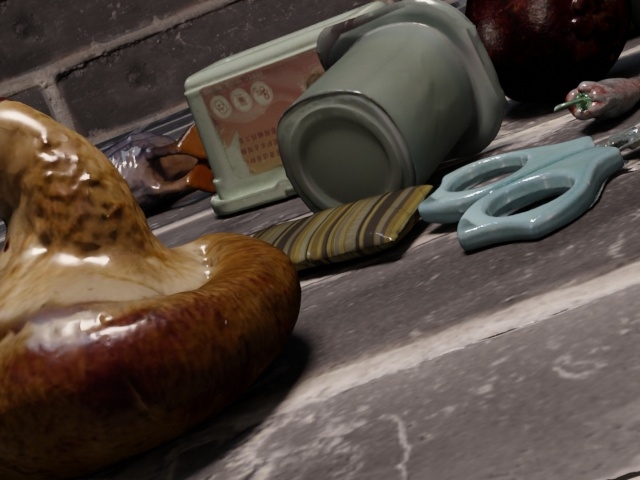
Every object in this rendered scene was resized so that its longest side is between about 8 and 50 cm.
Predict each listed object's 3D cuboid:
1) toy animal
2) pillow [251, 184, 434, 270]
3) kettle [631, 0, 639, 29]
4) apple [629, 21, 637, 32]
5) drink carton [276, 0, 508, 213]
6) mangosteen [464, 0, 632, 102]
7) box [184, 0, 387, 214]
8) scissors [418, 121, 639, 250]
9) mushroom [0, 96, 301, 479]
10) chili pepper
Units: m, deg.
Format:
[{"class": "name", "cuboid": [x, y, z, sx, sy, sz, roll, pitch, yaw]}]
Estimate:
[{"class": "toy animal", "cuboid": [-0.244, -0.104, 1.601, 0.298, 0.122, 0.185, -25, 17, -37]}, {"class": "pillow", "cuboid": [0.000, 0.000, 0.993, 0.203, 0.038, 0.113, -14, 19, 33]}, {"class": "kettle", "cuboid": [0.517, -0.337, 1.214, 0.290, 0.207, 0.268, -21, 42, -24]}, {"class": "apple", "cuboid": [0.385, -0.368, 1.481, 0.196, 0.196, 0.157, -28, -26, -24]}, {"class": "drink carton", "cuboid": [0.062, -0.127, 1.088, 0.191, 0.185, 0.189, -10, 21, 34]}, {"class": "mangosteen", "cuboid": [0.253, -0.255, 1.238, 0.210, 0.210, 0.210, -21, 14, 5]}, {"class": "box", "cuboid": [-0.016, -0.168, 1.353, 0.311, 0.182, 0.175, -16, 15, 27]}, {"class": "scissors", "cuboid": [0.260, -0.081, 0.920, 0.360, 0.029, 0.191, -22, 18, -9]}, {"class": "mushroom", "cuboid": [-0.155, 0.052, 0.736, 0.267, 0.254, 0.267, -22, 39, 20]}, {"class": "chili pepper", "cuboid": [0.288, -0.141, 1.078, 0.050, 0.041, 0.153, 18, 22, 40]}]
